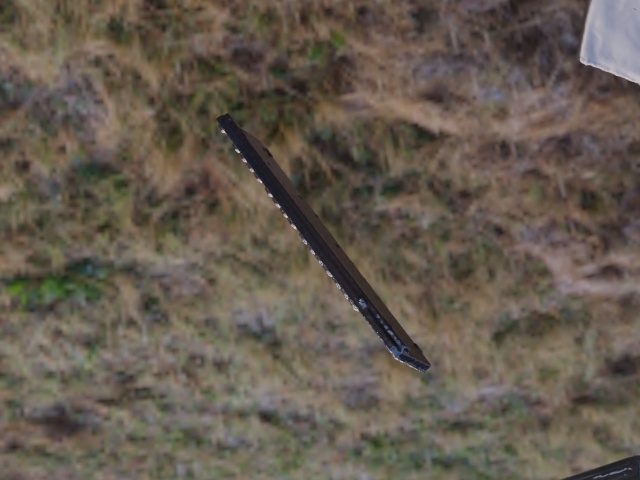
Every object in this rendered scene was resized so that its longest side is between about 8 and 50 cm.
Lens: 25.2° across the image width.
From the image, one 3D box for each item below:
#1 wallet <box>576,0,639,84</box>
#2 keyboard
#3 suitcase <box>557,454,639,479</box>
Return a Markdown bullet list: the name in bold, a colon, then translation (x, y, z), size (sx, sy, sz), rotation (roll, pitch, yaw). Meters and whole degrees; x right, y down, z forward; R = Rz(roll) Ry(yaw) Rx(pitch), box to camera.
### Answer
- **wallet**: translation (0.374, -0.292, 1.649), size (0.030, 0.146, 0.285), rotation (-41, 149, -29)
- **keyboard**: translation (0.000, 0.000, 1.369), size (0.018, 0.310, 0.101), rotation (-40, 156, 7)
- **suitcase**: translation (0.295, 0.360, 1.574), size (0.312, 0.202, 0.128), rotation (-26, 141, 34)
